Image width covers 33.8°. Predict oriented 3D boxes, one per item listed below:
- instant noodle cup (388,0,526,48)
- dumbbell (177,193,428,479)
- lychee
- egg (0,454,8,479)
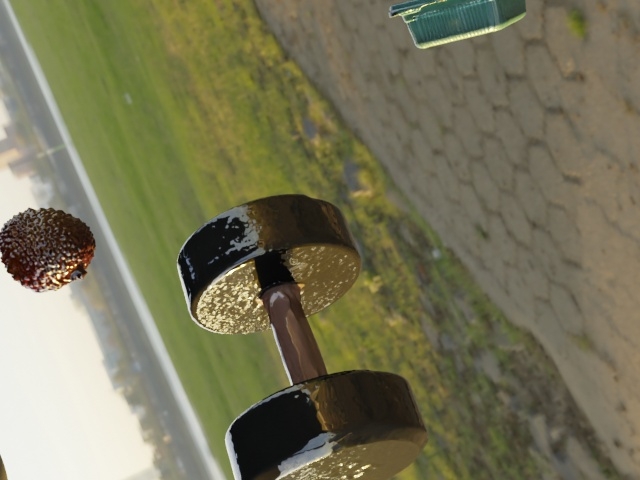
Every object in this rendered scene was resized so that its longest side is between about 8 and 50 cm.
[{"bbox_3d":[0.202,-0.318,1.449,0.157,0.179,0.070,-34,-69,-55],"label":"instant noodle cup"},{"bbox_3d":[-0.018,0.088,0.842,0.152,0.152,0.218,87,165,-61],"label":"dumbbell"},{"bbox_3d":[-0.377,0.012,1.443,0.129,0.123,0.123,31,179,-17],"label":"lychee"},{"bbox_3d":[-0.313,0.211,0.808,0.146,0.146,0.199,-139,52,-66],"label":"egg"}]
